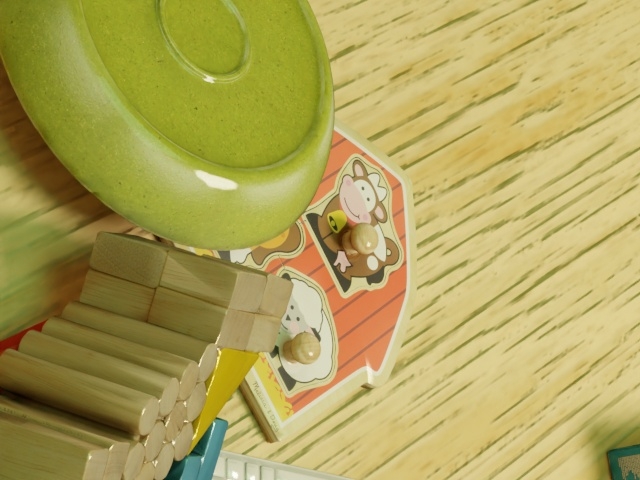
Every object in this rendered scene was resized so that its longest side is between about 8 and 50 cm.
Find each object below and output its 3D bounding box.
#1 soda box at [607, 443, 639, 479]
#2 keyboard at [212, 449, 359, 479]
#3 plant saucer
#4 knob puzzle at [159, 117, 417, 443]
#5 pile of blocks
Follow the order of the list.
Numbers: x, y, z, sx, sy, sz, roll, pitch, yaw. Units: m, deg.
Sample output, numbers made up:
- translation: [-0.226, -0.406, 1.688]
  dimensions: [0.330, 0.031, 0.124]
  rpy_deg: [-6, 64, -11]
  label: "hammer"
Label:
- translation: [0.254, 0.235, 1.319]
  dimensions: [0.071, 0.067, 0.210]
  rpy_deg: [-1, 79, -43]
  label: "soda box"
- translation: [-0.038, 0.156, 1.110]
  dimensions: [0.256, 0.014, 0.072]
  rpy_deg: [18, 66, -38]
  label: "keyboard"
- translation: [-0.074, -0.112, 1.113]
  dimensions: [0.241, 0.037, 0.241]
  rpy_deg: [24, 53, -36]
  label: "plant saucer"
- translation: [0.000, 0.000, 1.181]
  dimensions: [0.213, 0.030, 0.213]
  rpy_deg: [14, 68, -39]
  label: "knob puzzle"
- translation: [-0.142, 0.119, 0.974]
  dimensions: [0.362, 0.113, 0.149]
  rpy_deg: [-49, 149, -48]
  label: "pile of blocks"
